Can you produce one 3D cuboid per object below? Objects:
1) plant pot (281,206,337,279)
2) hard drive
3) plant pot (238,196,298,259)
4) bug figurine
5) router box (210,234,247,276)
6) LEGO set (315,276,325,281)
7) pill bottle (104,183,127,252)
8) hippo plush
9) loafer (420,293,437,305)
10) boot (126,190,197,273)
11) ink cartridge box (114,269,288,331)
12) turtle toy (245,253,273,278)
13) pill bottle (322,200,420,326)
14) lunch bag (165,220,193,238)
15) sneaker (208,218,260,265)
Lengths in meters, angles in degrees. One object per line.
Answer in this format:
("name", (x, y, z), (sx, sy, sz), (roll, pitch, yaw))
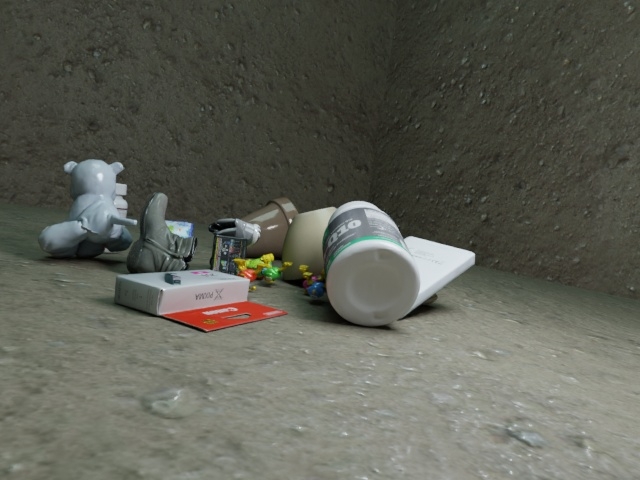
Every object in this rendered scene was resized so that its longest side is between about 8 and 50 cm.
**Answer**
("plant pot", (0.000, 0.000, 1.554), (0.283, 0.191, 0.284), (-13, 2, 1))
("hard drive", (0.234, 0.089, 1.365), (0.232, 0.047, 0.353), (17, 32, 42))
("plant pot", (-0.228, -0.033, 2.001), (0.229, 0.263, 0.263), (-13, 14, -29))
("bug figurine", (-0.089, 0.105, 1.324), (0.278, 0.072, 0.216), (10, 6, 12))
("router box", (-0.262, 0.050, 1.399), (0.092, 0.123, 0.038), (8, -5, -22))
("LEGO set", (0.021, 0.125, 1.632), (0.083, 0.024, 0.054), (8, 4, -5))
("pill bottle", (-0.688, -0.076, 1.579), (0.121, 0.221, 0.121), (8, 4, -1))
("hippo plush", (-0.643, -0.095, 1.331), (0.234, 0.237, 0.294), (-10, -11, -24))
("loafer", (0.215, 0.131, 1.461), (0.268, 0.092, 0.102), (8, 5, 11))
("boot", (-0.400, -0.009, 1.310), (0.161, 0.247, 0.083), (7, -24, 5))
("ink cartridge box", (-0.233, 0.113, 1.013), (0.238, 0.060, 0.275), (9, 4, 28))
("turtle toy", (-0.184, 0.082, 1.494), (0.095, 0.066, 0.130), (-15, -1, 7))
("pill bottle", (0.107, 0.035, 1.196), (0.204, 0.204, 0.361), (8, 20, -5))
("lunch bag", (-0.437, 0.007, 1.410), (0.128, 0.151, 0.096), (7, -34, -12))
("sneaker", (-0.298, -0.003, 1.485), (0.132, 0.086, 0.228), (29, -52, -37))
